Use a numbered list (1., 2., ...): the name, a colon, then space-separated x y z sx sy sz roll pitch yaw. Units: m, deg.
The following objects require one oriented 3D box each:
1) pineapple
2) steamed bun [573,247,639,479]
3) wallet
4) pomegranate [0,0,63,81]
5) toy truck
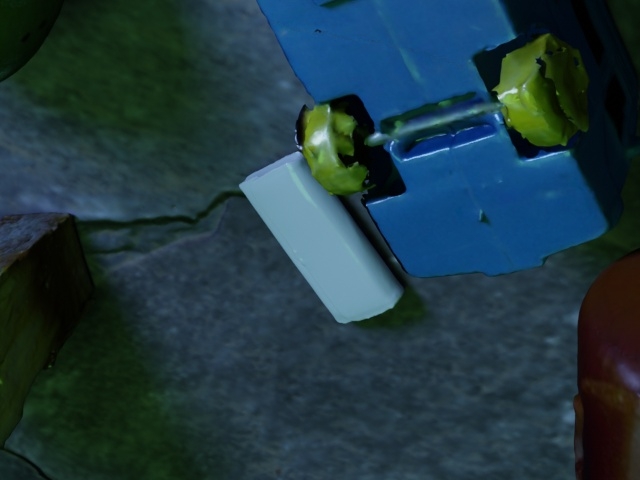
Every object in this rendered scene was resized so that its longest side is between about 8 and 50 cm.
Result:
1. pineapple: -0.255 0.047 1.092 0.186 0.236 0.114 -18 125 -9
2. steamed bun: 0.328 0.117 0.794 0.379 0.248 0.235 14 125 29
3. wallet: 0.000 0.000 1.016 0.061 0.025 0.122 -22 111 42
4. pomegranate: -0.251 -0.161 0.900 0.182 0.224 0.181 9 116 19
5. toy truck: 0.040 -0.168 0.794 0.161 0.162 0.385 -15 115 32
